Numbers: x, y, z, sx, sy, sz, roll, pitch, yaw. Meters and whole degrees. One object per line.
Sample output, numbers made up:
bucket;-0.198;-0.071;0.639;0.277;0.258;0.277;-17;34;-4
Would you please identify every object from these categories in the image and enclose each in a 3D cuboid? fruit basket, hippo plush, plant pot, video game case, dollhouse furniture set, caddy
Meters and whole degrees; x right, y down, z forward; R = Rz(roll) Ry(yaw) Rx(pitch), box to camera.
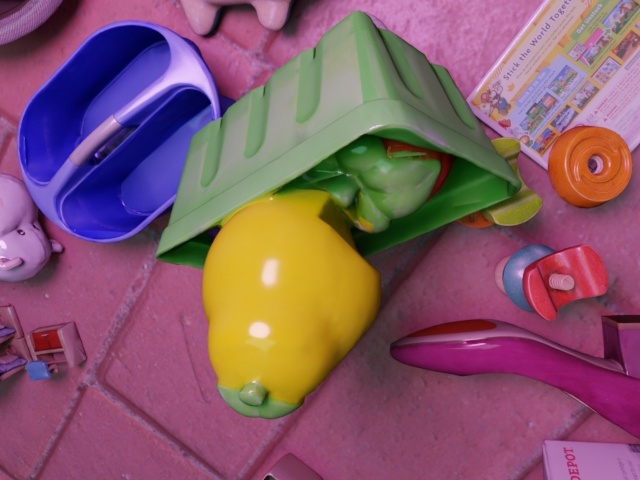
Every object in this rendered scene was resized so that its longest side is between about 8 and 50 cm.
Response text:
fruit basket;0.000;0.000;0.629;0.392;0.282;0.392;-13;71;43
hippo plush;-0.569;0.009;0.929;0.236;0.234;0.295;-1;103;16
plant pot;-0.055;0.422;0.973;0.109;0.096;0.109;37;111;4
video game case;0.333;-0.202;0.743;0.206;0.026;0.227;38;111;3
dollhouse furniture set;-0.541;0.185;1.023;0.183;0.129;0.129;-11;101;18
caddy;-0.274;-0.149;0.838;0.341;0.179;0.241;-36;92;21

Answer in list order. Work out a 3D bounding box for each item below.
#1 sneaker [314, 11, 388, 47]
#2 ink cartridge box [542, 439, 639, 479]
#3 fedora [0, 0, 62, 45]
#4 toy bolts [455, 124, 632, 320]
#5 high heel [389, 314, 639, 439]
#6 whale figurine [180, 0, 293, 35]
sneaker;0.003;-0.201;0.809;0.262;0.099;0.121;-30;66;30
ink cartridge box;0.458;0.378;0.757;0.307;0.223;0.129;-2;104;16
fedora;-0.469;-0.411;0.834;0.275;0.124;0.244;-40;108;9
toy bolts;0.275;-0.025;0.760;0.218;0.158;0.229;-19;93;-9
high heel;0.287;0.202;0.802;0.377;0.127;0.182;-3;93;12
whale figurine;-0.089;-0.379;0.771;0.272;0.141;0.216;-22;98;44
